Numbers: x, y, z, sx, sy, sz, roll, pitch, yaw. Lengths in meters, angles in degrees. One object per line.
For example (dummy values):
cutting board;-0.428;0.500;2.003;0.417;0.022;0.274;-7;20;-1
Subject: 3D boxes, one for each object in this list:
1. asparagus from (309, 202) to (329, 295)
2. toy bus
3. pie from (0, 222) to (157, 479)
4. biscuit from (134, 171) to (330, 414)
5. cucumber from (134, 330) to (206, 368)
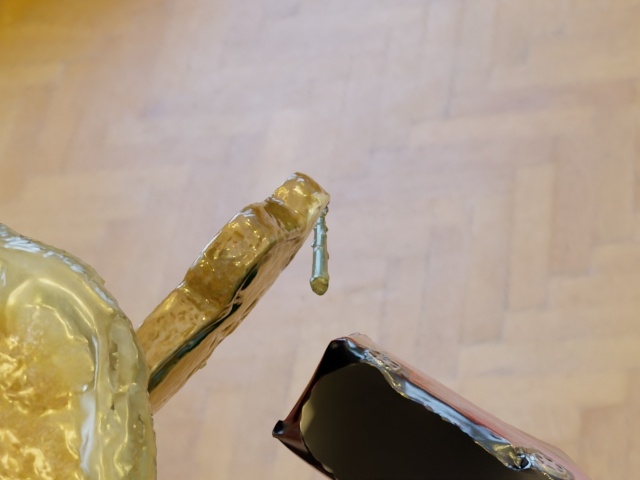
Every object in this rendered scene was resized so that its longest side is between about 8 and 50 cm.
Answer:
asparagus;0.000;0.000;1.934;0.025;0.024;0.248;-42;17;17
toy bus;0.115;0.204;1.570;0.303;0.147;0.127;30;100;16
pie;-0.240;0.142;0.992;0.339;0.077;0.339;-4;76;15
biscuit;-0.098;0.059;1.572;0.057;0.287;0.344;41;52;3
cucumber;-0.203;0.132;2.152;0.037;0.155;0.037;-24;59;48
